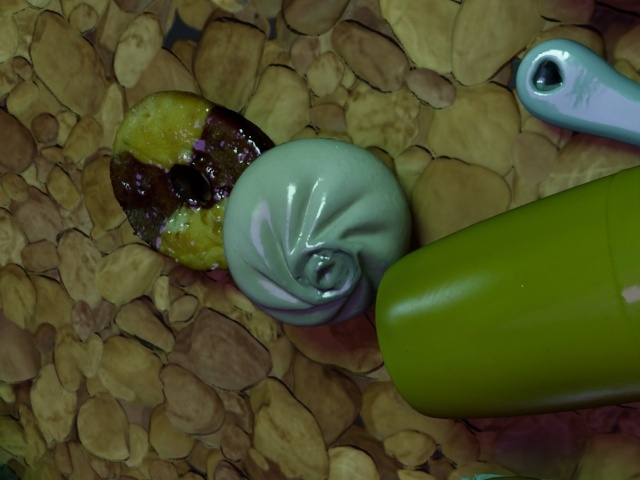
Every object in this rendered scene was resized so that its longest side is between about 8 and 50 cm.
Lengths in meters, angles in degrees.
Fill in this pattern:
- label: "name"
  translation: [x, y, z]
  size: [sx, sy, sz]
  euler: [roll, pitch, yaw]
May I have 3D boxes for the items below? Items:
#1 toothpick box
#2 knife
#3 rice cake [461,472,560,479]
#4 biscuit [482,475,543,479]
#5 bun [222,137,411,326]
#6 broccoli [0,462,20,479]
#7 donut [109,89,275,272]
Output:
- label: "toothpick box"
  translation: [0.179, 0.054, 0.885]
  size: [0.271, 0.175, 0.175]
  euler: [-18, 90, 33]
- label: "knife"
  translation: [0.313, -0.084, 0.869]
  size: [0.331, 0.044, 0.080]
  euler: [24, 102, 17]
- label: "rice cake"
  translation: [0.239, 0.233, 0.956]
  size: [0.245, 0.042, 0.045]
  euler: [-1, 110, 28]
- label: "biscuit"
  translation: [0.195, 0.289, 0.963]
  size: [0.212, 0.036, 0.212]
  euler: [14, 123, 22]
- label: "bun"
  translation: [0.000, 0.000, 0.969]
  size: [0.172, 0.120, 0.173]
  euler: [-3, 114, -7]
- label: "broccoli"
  translation: [-0.483, 0.310, 1.211]
  size: [0.324, 0.272, 0.334]
  euler: [49, 165, -15]
- label: "donut"
  translation: [-0.114, -0.059, 1.078]
  size: [0.184, 0.073, 0.166]
  euler: [21, 107, 23]
